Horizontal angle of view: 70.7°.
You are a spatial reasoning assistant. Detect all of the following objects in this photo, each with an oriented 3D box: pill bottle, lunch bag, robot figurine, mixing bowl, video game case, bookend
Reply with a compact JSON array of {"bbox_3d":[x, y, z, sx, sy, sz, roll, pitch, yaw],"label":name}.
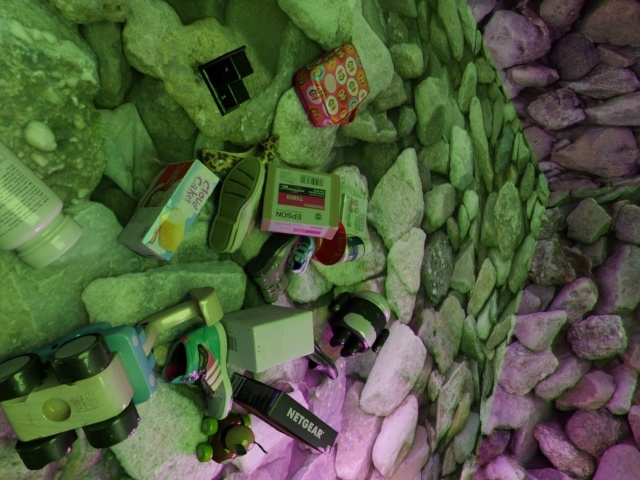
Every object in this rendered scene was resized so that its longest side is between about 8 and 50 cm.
[{"bbox_3d":[0.121,0.033,1.751,0.170,0.094,0.094,-8,97,-45],"label":"pill bottle"},{"bbox_3d":[0.061,-0.554,1.657,0.293,0.120,0.258,-47,123,-34],"label":"lunch bag"},{"bbox_3d":[0.152,0.319,1.740,0.278,0.174,0.209,-48,133,-33],"label":"robot figurine"},{"bbox_3d":[0.000,0.000,1.627,0.182,0.098,0.181,0,91,-44],"label":"mixing bowl"},{"bbox_3d":[-0.653,-0.081,0.935,0.160,0.161,0.283,-54,125,-29],"label":"pill bottle"},{"bbox_3d":[0.134,-0.099,1.813,0.143,0.019,0.157,11,83,-45],"label":"video game case"},{"bbox_3d":[-0.256,-0.464,1.321,0.072,0.156,0.157,-43,121,-35],"label":"bookend"}]

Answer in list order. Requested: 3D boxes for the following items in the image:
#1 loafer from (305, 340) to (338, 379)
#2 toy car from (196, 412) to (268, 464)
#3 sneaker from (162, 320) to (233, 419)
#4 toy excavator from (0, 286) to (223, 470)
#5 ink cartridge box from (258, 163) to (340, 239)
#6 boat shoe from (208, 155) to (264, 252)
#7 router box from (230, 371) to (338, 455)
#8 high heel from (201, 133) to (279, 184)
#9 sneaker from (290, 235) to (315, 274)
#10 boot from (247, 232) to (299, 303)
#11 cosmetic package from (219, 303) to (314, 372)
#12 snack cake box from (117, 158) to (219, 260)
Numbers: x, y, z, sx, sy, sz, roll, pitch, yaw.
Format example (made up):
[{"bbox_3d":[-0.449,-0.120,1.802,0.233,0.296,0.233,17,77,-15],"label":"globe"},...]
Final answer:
[{"bbox_3d":[-0.014,0.443,1.648,0.078,0.076,0.223,-50,119,-26],"label":"loafer"},{"bbox_3d":[-0.246,0.606,1.337,0.155,0.189,0.148,17,79,-44],"label":"toy car"},{"bbox_3d":[-0.350,0.388,1.274,0.179,0.124,0.295,-10,98,-44],"label":"sneaker"},{"bbox_3d":[-0.477,0.264,1.099,0.434,0.445,0.222,-16,108,-1],"label":"toy excavator"},{"bbox_3d":[-0.062,-0.119,1.392,0.235,0.088,0.193,7,66,-11],"label":"ink cartridge box"},{"bbox_3d":[-0.239,-0.106,1.360,0.302,0.113,0.103,-64,158,9],"label":"boat shoe"},{"bbox_3d":[-0.124,0.545,1.420,0.309,0.243,0.081,49,58,-33],"label":"router box"},{"bbox_3d":[-0.239,-0.283,1.382,0.261,0.093,0.186,-54,132,-18],"label":"high heel"},{"bbox_3d":[-0.061,0.047,1.514,0.059,0.053,0.144,7,101,-62],"label":"sneaker"},{"bbox_3d":[-0.141,0.083,1.523,0.246,0.084,0.161,-51,137,-33],"label":"boot"},{"bbox_3d":[-0.176,0.287,1.372,0.225,0.224,0.138,-9,97,-44],"label":"cosmetic package"},{"bbox_3d":[-0.401,-0.083,1.191,0.089,0.152,0.264,43,63,-37],"label":"snack cake box"}]
